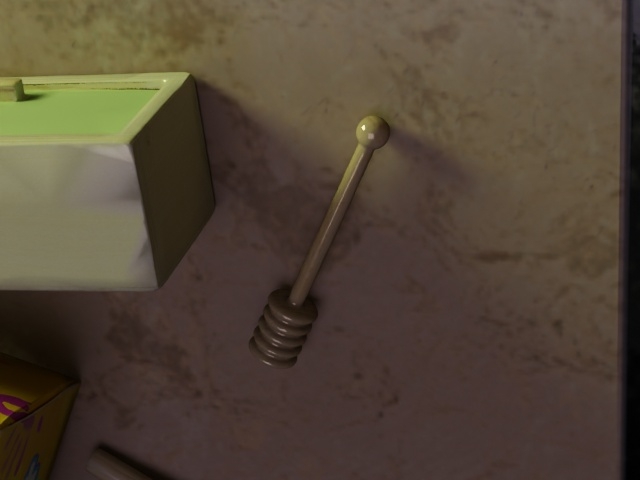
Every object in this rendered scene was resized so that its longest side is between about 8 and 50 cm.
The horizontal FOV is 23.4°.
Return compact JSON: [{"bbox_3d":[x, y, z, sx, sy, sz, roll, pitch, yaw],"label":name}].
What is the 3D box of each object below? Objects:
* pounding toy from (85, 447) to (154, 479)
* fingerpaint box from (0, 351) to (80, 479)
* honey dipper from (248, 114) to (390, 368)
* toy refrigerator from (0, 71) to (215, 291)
[{"bbox_3d":[-0.100,0.270,0.990,0.183,0.110,0.237,23,92,15],"label":"pounding toy"},{"bbox_3d":[-0.396,0.237,0.925,0.371,0.163,0.445,19,98,5],"label":"fingerpaint box"},{"bbox_3d":[0.000,0.000,0.849,0.030,0.030,0.161,24,118,2],"label":"honey dipper"},{"bbox_3d":[-0.205,-0.037,0.843,0.269,0.102,0.094,0,116,16],"label":"toy refrigerator"}]
